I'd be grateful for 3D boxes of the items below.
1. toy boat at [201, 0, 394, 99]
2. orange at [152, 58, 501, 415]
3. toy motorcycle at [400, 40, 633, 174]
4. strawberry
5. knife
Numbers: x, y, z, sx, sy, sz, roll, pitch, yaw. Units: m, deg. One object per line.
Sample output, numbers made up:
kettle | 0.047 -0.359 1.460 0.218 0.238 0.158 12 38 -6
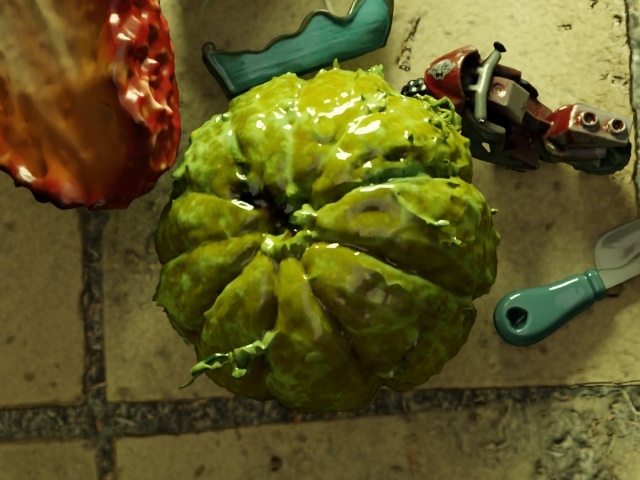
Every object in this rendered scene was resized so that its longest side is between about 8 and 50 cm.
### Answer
toy boat | -0.018 -0.190 1.686 0.185 0.075 0.077 -19 90 0
orange | 0.000 0.000 1.591 0.300 0.223 0.301 -20 74 8
toy motorcycle | 0.174 -0.115 1.640 0.213 0.122 0.082 15 71 5
strawberry | -0.206 -0.168 1.625 0.265 0.149 0.336 -48 59 30
knife | 0.263 0.020 1.663 0.244 0.032 0.058 -29 76 -4
